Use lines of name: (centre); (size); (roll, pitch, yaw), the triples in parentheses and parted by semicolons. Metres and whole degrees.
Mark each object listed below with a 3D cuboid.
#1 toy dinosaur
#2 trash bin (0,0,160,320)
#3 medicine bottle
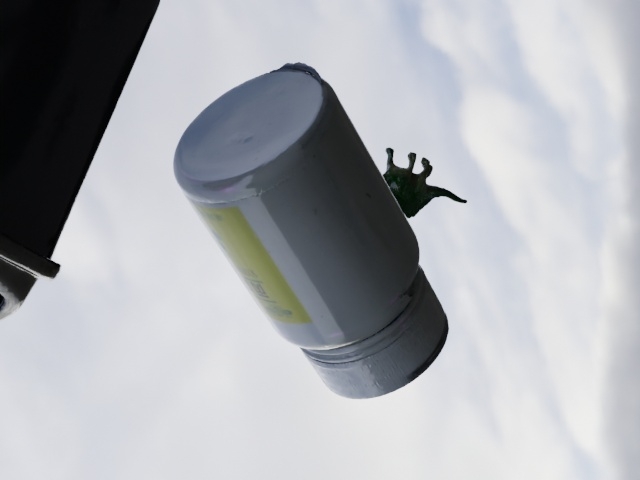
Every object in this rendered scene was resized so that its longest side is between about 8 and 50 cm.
toy dinosaur: (0.089, -0.046, 1.495); (0.120, 0.029, 0.060); (23, -95, -41)
trash bin: (-0.249, -0.089, 1.074); (0.209, 0.182, 0.290); (32, -99, -51)
medicine bottle: (0.000, 0.000, 1.290); (0.258, 0.143, 0.143); (57, -148, -34)
